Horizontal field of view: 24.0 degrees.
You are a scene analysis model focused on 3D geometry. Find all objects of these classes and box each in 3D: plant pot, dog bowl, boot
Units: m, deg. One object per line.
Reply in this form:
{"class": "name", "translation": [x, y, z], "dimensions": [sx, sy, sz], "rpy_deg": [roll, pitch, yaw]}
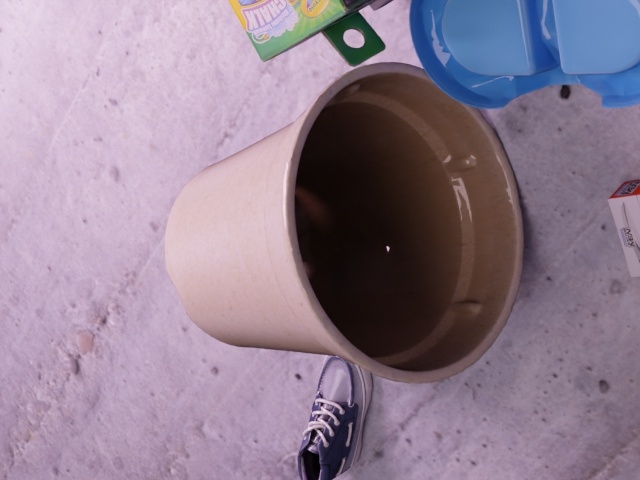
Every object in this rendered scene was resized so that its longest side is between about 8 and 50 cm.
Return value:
{"class": "plant pot", "translation": [0.000, 0.000, 1.658], "dimensions": [0.305, 0.334, 0.334], "rpy_deg": [-12, 106, 50]}
{"class": "dog bowl", "translation": [0.236, -0.222, 1.512], "dimensions": [0.297, 0.074, 0.166], "rpy_deg": [3, 114, 34]}
{"class": "boot", "translation": [0.014, 0.225, 1.887], "dimensions": [0.069, 0.086, 0.190], "rpy_deg": [16, 121, 28]}

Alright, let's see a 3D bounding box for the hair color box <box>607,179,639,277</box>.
{"class": "hair color box", "translation": [0.386, -0.021, 1.525], "dimensions": [0.167, 0.053, 0.093], "rpy_deg": [-8, 110, 36]}

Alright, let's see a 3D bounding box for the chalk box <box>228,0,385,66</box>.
{"class": "chalk box", "translation": [-0.010, -0.273, 1.523], "dimensions": [0.132, 0.132, 0.213], "rpy_deg": [-22, 99, 42]}

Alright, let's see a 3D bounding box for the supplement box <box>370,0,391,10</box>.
{"class": "supplement box", "translation": [0.041, -0.376, 1.567], "dimensions": [0.130, 0.073, 0.239], "rpy_deg": [-35, 92, 41]}
